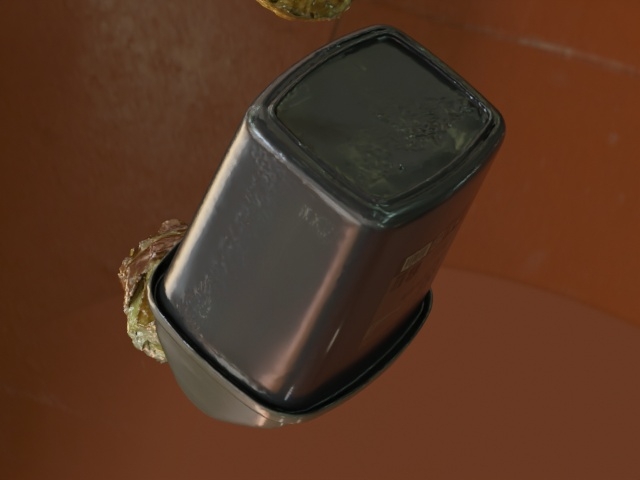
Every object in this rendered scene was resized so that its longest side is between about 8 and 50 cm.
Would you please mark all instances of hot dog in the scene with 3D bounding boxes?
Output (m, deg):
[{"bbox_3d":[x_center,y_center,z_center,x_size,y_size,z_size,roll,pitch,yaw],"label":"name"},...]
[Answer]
[{"bbox_3d":[-0.130,0.034,1.663,0.146,0.103,0.213,-26,27,-6],"label":"hot dog"}]

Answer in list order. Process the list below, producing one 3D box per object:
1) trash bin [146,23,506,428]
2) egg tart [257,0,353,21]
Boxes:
[{"bbox_3d":[0.000,0.000,1.266,0.182,0.290,0.209,42,49,14],"label":"trash bin"},{"bbox_3d":[-0.026,-0.316,1.826,0.191,0.074,0.191,20,54,-31],"label":"egg tart"}]
